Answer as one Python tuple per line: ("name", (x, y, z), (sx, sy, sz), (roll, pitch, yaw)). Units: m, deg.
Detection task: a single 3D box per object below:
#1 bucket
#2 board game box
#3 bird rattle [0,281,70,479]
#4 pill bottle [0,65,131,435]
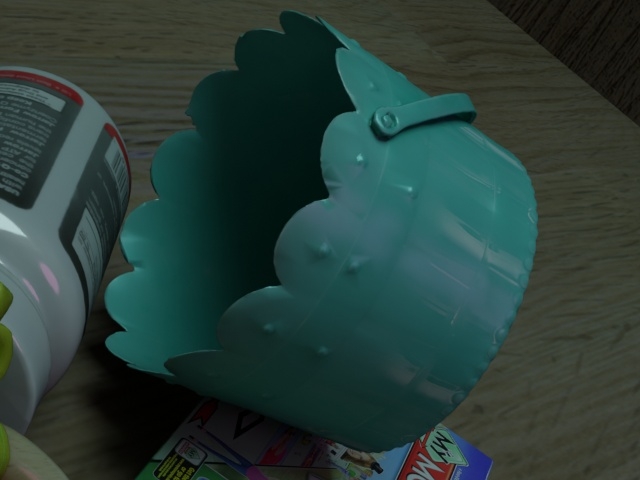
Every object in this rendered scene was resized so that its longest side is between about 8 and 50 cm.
("bucket", (0.000, 0.000, 0.957), (0.183, 0.281, 0.281), (28, 25, -26))
("board game box", (-0.002, 0.180, 0.988), (0.214, 0.046, 0.317), (34, 25, 3))
("bird rattle", (-0.171, 0.150, 0.660), (0.207, 0.143, 0.253), (45, 21, -31))
("pill bottle", (-0.218, 0.012, 0.888), (0.161, 0.161, 0.283), (29, 25, -12))
